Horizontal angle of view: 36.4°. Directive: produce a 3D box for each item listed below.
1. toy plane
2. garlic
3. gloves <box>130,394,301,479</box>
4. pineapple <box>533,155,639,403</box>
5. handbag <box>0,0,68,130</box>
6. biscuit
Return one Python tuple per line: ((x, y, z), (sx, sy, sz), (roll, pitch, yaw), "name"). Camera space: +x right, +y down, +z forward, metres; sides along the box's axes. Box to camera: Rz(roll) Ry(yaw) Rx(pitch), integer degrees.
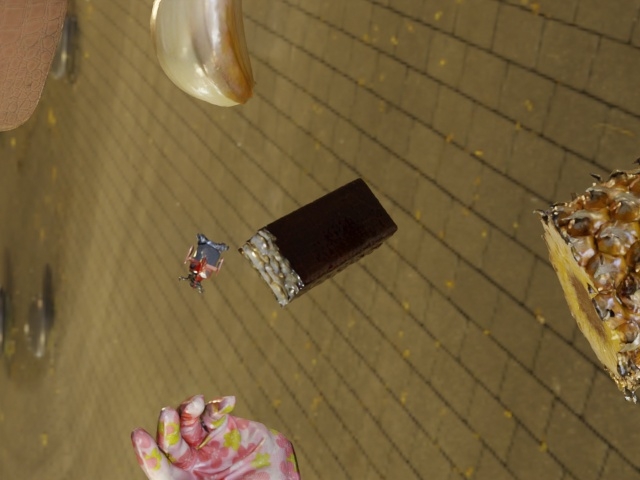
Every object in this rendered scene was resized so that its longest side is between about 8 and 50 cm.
((-0.124, 0.025, 1.022), (0.145, 0.037, 0.060), (163, 130, -83), "toy plane")
((-0.133, -0.259, 1.122), (0.115, 0.128, 0.206), (-107, 21, -79), "garlic")
((-0.134, 0.265, 1.177), (0.126, 0.241, 0.145), (-22, 54, 49), "gloves")
((0.516, 0.043, 1.460), (0.352, 0.300, 0.352), (-21, -90, -79), "pineapple")
((-0.284, -0.145, 0.676), (0.072, 0.193, 0.151), (35, 114, 33), "handbag")
((0.000, 0.000, 1.405), (0.106, 0.252, 0.070), (54, 135, 6), "biscuit")
